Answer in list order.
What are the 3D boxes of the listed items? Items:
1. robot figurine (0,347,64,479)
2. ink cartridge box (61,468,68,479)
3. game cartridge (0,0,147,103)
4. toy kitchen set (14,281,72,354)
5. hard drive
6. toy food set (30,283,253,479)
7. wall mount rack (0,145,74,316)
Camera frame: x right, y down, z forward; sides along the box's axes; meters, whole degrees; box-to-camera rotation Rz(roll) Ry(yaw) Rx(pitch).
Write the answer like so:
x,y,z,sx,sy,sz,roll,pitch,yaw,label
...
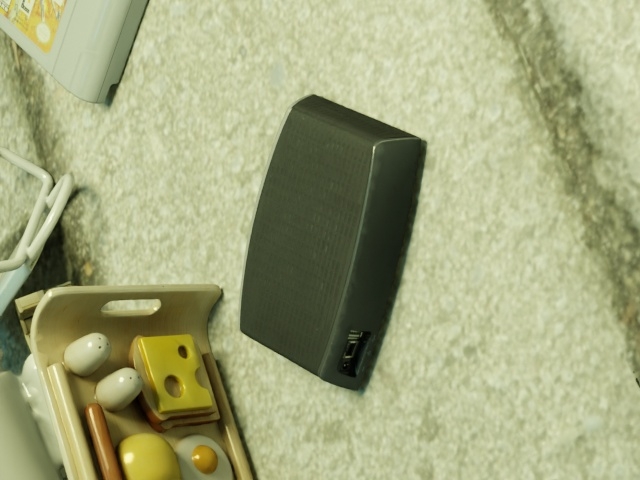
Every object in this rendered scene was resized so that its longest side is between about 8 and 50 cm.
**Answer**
x,y,z,sx,sy,sz,roll,pitch,yaw,label
-0.383,0.226,1.681,0.353,0.300,0.200,65,170,0,robot figurine
-0.207,0.360,1.762,0.198,0.114,0.273,-36,65,40,ink cartridge box
-0.305,-0.313,1.897,0.297,0.062,0.198,41,123,37,game cartridge
-0.308,0.096,1.904,0.083,0.068,0.075,129,119,-74,toy kitchen set
0.000,0.000,1.587,0.172,0.054,0.255,27,110,42,hard drive
-0.141,0.186,1.617,0.092,0.219,0.306,-35,66,41,toy food set
-0.418,0.057,1.877,0.350,0.130,0.304,-53,15,32,wall mount rack
